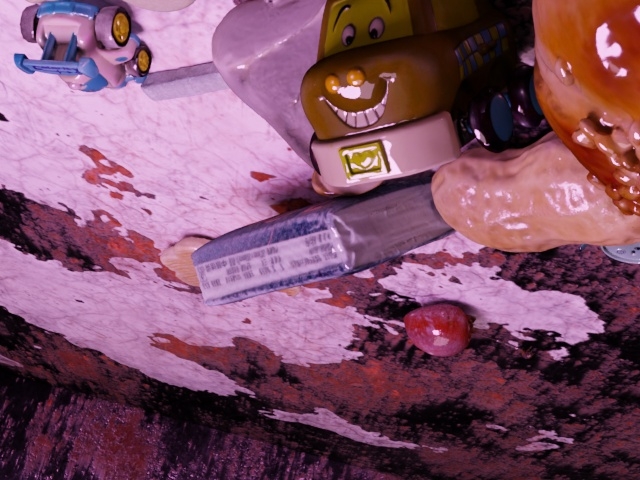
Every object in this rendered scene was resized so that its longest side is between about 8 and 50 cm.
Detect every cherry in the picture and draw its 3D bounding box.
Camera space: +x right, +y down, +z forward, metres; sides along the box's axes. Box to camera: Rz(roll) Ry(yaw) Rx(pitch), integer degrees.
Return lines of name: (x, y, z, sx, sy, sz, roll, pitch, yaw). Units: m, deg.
cherry: (0.248, 0.157, 1.603, 0.226, 0.090, 0.107, 8, 152, 14)

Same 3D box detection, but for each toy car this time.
toy car: (-0.278, -0.209, 1.127, 0.126, 0.098, 0.161, 8, 159, 16)
toy car: (0.082, -0.172, 0.894, 0.204, 0.248, 0.198, -7, 109, 38)

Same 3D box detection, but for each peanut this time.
peanut: (0.267, -0.058, 1.104, 0.313, 0.149, 0.149, -5, 148, 45)

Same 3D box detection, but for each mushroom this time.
mushroom: (0.002, -0.153, 1.068, 0.159, 0.122, 0.328, 13, 158, 30)

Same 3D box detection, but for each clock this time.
clock: (0.405, -0.005, 1.237, 0.135, 0.041, 0.101, 4, 153, 22)

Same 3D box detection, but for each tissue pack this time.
tissue pack: (0.000, 0.000, 1.300, 0.228, 0.103, 0.316, -17, -179, -42)

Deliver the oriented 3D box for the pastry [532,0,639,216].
pastry: (0.353, -0.145, 0.740, 0.410, 0.245, 0.409, 11, 153, 6)

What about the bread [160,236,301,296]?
bread: (-0.161, 0.042, 1.655, 0.251, 0.039, 0.182, 3, 152, 24)

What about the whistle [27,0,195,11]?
whistle: (-0.217, -0.282, 0.988, 0.258, 0.067, 0.126, 1, 153, 32)

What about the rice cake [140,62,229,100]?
rice cake: (-0.151, -0.197, 1.169, 0.171, 0.029, 0.033, -4, 143, 33)
